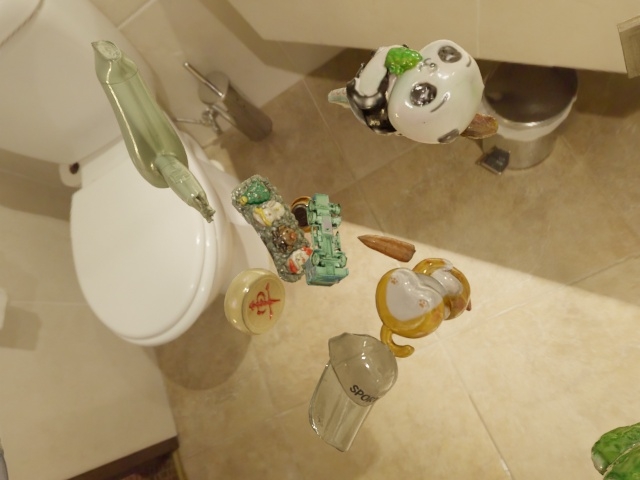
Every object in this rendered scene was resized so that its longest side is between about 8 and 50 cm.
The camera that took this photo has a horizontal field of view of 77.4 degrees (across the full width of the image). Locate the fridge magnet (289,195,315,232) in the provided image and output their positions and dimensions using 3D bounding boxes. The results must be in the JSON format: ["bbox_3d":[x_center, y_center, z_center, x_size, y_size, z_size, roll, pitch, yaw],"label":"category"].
[{"bbox_3d":[-0.060,-0.098,1.532,0.143,0.063,0.142,6,103,25],"label":"fridge magnet"}]

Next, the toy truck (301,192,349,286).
[{"bbox_3d":[0.000,0.000,0.740,0.081,0.067,0.175,130,140,-52],"label":"toy truck"}]

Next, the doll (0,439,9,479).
[{"bbox_3d":[-0.283,0.115,0.245,0.216,0.161,0.256,-4,120,21],"label":"doll"}]

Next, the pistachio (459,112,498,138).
[{"bbox_3d":[0.494,-0.364,1.289,0.173,0.089,0.049,13,43,-6],"label":"pistachio"}]

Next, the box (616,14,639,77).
[{"bbox_3d":[0.485,-0.291,0.575,0.083,0.079,0.035,-12,39,39],"label":"box"}]

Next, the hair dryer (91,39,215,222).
[{"bbox_3d":[-0.194,-0.110,0.501,0.076,0.206,0.237,-32,58,-18],"label":"hair dryer"}]

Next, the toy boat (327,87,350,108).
[{"bbox_3d":[0.126,-0.525,1.457,0.208,0.134,0.078,24,102,48],"label":"toy boat"}]

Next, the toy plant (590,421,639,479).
[{"bbox_3d":[0.441,0.219,0.428,0.316,0.224,0.184,-24,81,-11],"label":"toy plant"}]

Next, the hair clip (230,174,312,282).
[{"bbox_3d":[-0.115,-0.030,1.111,0.138,0.091,0.321,-38,107,-20],"label":"hair clip"}]

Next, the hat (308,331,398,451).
[{"bbox_3d":[0.065,0.249,0.643,0.147,0.085,0.175,34,65,-17],"label":"hat"}]

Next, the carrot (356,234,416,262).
[{"bbox_3d":[0.206,0.019,1.294,0.205,0.072,0.072,16,85,-19],"label":"carrot"}]

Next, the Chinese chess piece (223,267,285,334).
[{"bbox_3d":[-0.238,0.228,1.490,0.097,0.251,0.250,8,83,37],"label":"Chinese chess piece"}]

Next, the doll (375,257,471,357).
[{"bbox_3d":[0.244,0.131,0.926,0.166,0.270,0.162,49,136,29],"label":"doll"}]

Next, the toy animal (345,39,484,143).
[{"bbox_3d":[0.198,-0.317,0.850,0.267,0.213,0.212,22,88,50],"label":"toy animal"}]
